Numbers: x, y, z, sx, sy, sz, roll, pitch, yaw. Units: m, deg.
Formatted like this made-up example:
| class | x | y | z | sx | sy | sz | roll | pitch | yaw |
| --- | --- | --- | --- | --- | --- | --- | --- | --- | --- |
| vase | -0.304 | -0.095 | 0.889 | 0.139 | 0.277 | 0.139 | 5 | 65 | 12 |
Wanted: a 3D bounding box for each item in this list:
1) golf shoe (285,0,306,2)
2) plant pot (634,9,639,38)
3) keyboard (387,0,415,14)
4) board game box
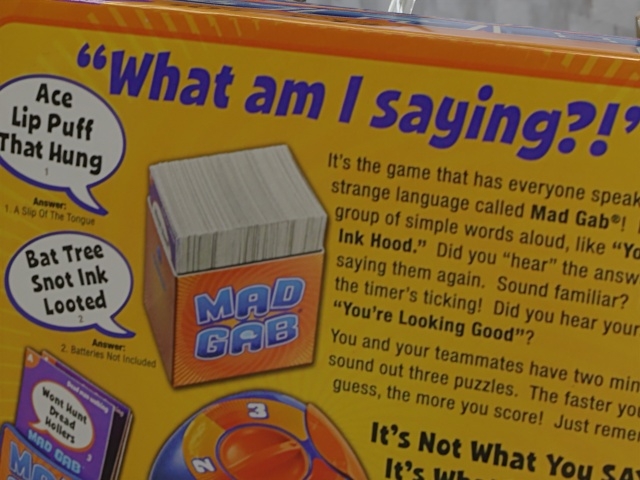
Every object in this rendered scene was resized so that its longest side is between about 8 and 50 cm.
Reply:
| class | x | y | z | sx | sy | sz | roll | pitch | yaw |
| --- | --- | --- | --- | --- | --- | --- | --- | --- | --- |
| golf shoe | -0.126 | -0.336 | 1.257 | 0.105 | 0.272 | 0.120 | 14 | 96 | 43 |
| plant pot | 0.640 | -0.442 | 1.710 | 0.323 | 0.323 | 0.281 | -142 | 39 | -66 |
| keyboard | 0.124 | -0.365 | 1.397 | 0.072 | 0.014 | 0.256 | -99 | 21 | -52 |
| board game box | 0.037 | 0.047 | 0.659 | 0.356 | 0.356 | 0.356 | -40 | -43 | -72 |
